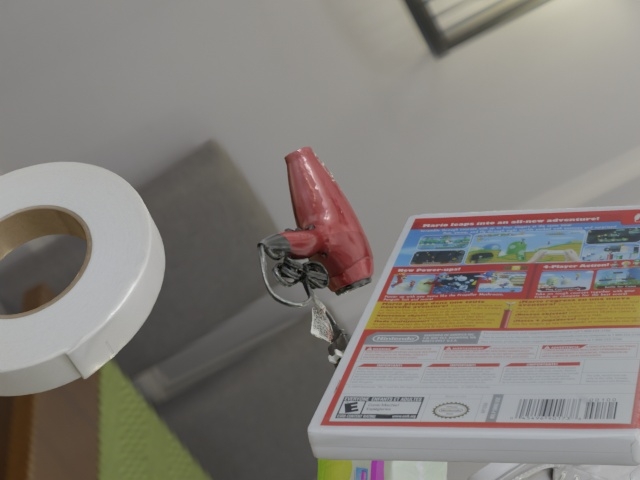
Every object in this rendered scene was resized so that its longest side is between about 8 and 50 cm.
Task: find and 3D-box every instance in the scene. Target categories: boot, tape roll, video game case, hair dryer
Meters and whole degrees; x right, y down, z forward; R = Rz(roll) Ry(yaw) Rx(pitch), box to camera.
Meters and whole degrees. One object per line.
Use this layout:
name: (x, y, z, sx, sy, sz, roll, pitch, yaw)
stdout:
boot: (0.313, 0.288, 1.695, 0.123, 0.258, 0.095, 62, -25, 14)
tape roll: (-0.422, 0.050, 2.028, 0.072, 0.392, 0.392, 69, 2, -49)
video game case: (0.127, 0.055, 0.933, 0.285, 0.204, 0.025, -60, 143, -56)
hair dryer: (0.000, 0.000, 1.655, 0.223, 0.080, 0.293, 54, 19, -44)

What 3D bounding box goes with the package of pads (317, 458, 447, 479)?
package of pads: (0.080, 0.425, 1.849, 0.229, 0.101, 0.296, -12, -103, 63)
